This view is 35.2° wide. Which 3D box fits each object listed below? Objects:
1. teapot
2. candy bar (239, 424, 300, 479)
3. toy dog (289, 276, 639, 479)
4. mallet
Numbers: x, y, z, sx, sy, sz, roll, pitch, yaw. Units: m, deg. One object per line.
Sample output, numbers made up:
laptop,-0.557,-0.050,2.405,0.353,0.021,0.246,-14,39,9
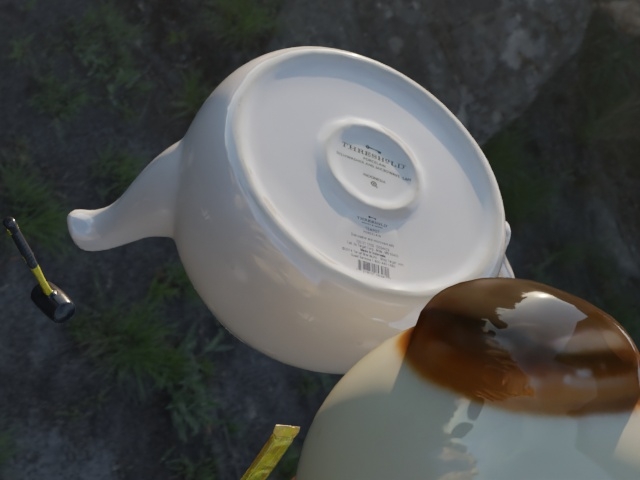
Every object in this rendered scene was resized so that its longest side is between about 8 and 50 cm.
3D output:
teapot,0.000,0.000,0.734,0.252,0.187,0.256,-31,76,-41
candy bar,-0.083,0.306,1.349,0.040,0.161,0.018,14,31,-39
toy dog,0.114,0.221,0.427,0.395,0.285,0.408,2,44,-24
mallet,-0.380,0.032,1.325,0.039,0.062,0.190,-40,138,-23
